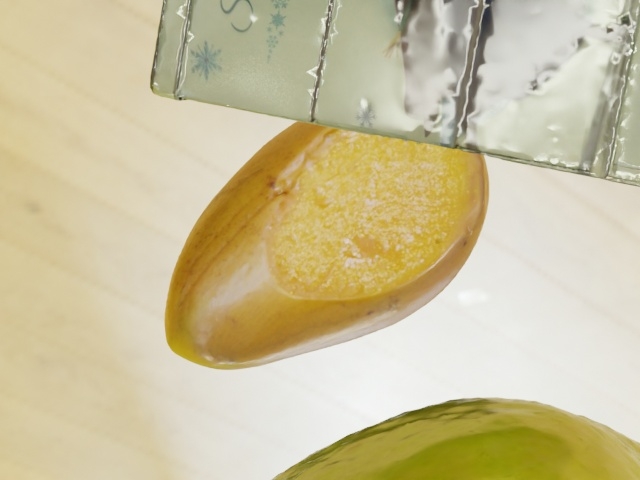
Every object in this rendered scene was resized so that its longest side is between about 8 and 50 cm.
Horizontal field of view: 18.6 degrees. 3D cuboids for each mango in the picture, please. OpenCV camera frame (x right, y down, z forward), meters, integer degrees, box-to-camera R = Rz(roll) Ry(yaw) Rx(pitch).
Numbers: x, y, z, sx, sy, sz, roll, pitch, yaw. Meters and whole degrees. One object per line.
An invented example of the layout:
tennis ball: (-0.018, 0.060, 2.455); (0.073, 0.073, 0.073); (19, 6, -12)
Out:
mango: (0.001, 0.002, 1.155); (0.217, 0.141, 0.102); (-37, 160, -2)

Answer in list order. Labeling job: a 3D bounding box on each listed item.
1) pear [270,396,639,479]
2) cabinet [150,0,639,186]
pear: (0.052, 0.258, 0.755); (0.391, 0.391, 0.391); (-7, 144, -5)
cabinet: (0.061, -0.112, 0.798); (0.206, 0.145, 0.150); (12, -173, 15)
